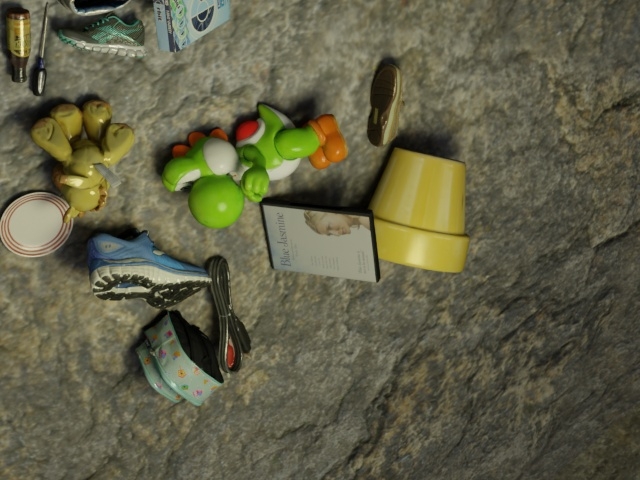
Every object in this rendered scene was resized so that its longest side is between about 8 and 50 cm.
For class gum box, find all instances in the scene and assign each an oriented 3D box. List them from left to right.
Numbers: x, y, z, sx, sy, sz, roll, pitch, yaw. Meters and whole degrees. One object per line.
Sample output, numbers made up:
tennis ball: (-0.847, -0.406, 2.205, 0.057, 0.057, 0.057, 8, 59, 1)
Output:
gum box: (-0.230, -0.443, 1.867, 0.184, 0.041, 0.157, -47, 145, -47)

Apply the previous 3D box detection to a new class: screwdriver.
screwdriver: (-0.497, -0.339, 1.853, 0.025, 0.024, 0.169, 7, 111, -2)

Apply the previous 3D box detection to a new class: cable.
cable: (-0.216, 0.178, 2.281, 0.139, 0.072, 0.287, -59, 139, -47)

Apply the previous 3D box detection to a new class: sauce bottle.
sauce bottle: (-0.525, -0.339, 1.819, 0.042, 0.042, 0.128, -10, 123, -26)

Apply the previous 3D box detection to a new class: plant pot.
plant pot: (0.217, -0.074, 2.306, 0.254, 0.254, 0.239, 8, 97, -34)

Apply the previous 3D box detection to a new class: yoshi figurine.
yoshi figurine: (-0.129, -0.128, 2.089, 0.362, 0.203, 0.203, -17, 132, -18)

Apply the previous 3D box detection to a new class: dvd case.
dvd case: (0.000, 0.000, 2.234, 0.022, 0.253, 0.180, -58, 147, -47)

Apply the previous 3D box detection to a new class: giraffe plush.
giraffe plush: (-0.436, -0.131, 1.935, 0.181, 0.210, 0.170, -15, 153, -27)

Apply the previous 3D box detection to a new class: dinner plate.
dinner plate: (-0.547, -0.032, 2.008, 0.141, 0.017, 0.141, -14, 124, -22)

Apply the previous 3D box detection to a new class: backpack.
backpack: (-0.296, 0.263, 2.225, 0.144, 0.188, 0.166, -43, 131, -1)

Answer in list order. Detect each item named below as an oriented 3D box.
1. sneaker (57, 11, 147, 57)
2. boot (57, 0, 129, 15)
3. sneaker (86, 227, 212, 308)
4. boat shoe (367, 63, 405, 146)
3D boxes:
sneaker: (-0.390, -0.375, 1.875, 0.166, 0.065, 0.076, 2, 100, -35)
boot: (-0.329, -0.452, 1.811, 0.258, 0.123, 0.095, -26, 128, -15)
sneaker: (-0.342, 0.043, 2.099, 0.130, 0.147, 0.330, -31, 156, 22)
boat shoe: (0.150, -0.295, 2.240, 0.072, 0.068, 0.190, -19, 137, -35)
